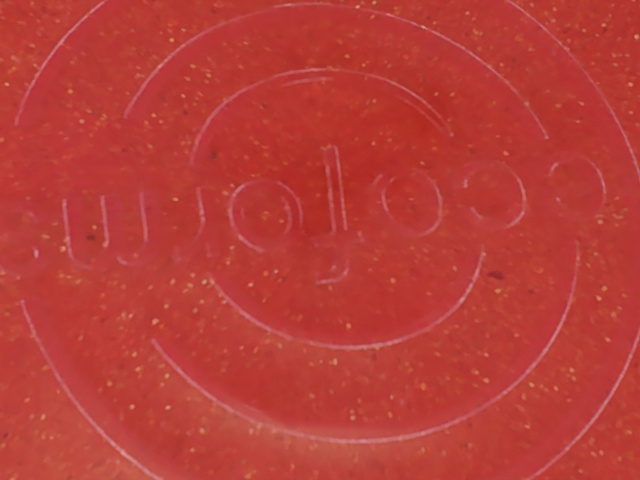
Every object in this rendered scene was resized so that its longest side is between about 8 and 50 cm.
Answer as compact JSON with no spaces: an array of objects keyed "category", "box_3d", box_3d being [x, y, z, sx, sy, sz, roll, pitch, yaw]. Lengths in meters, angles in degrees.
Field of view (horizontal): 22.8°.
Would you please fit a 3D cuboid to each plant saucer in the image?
[{"category":"plant saucer","box_3d":[0.000,0.000,0.347,0.259,0.047,0.259,-5,66,-12]}]
